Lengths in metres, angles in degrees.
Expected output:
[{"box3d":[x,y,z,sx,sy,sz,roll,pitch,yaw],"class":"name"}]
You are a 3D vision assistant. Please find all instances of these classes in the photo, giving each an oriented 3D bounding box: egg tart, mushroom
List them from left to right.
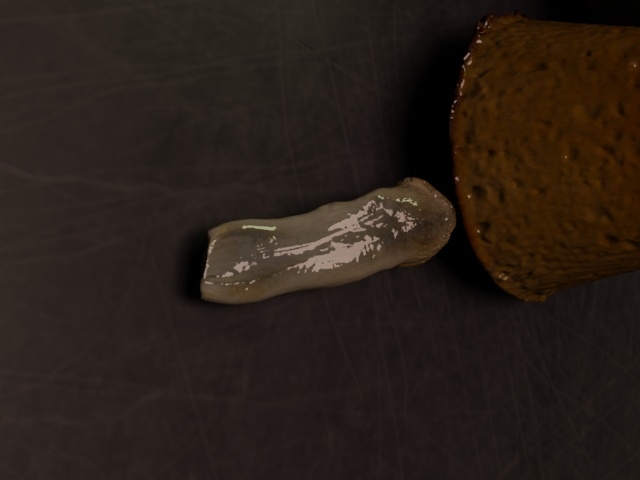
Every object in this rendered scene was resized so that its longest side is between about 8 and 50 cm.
[{"box3d":[0.000,0.003,0.959,0.202,0.054,0.059,-15,88,-35],"class":"mushroom"},{"box3d":[0.193,-0.066,1.048,0.215,0.171,0.215,11,77,-55],"class":"egg tart"}]

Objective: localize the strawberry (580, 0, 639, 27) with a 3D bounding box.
[{"box3d":[0.340,-0.229,1.136,0.277,0.257,0.257,14,75,-39],"class":"strawberry"}]
